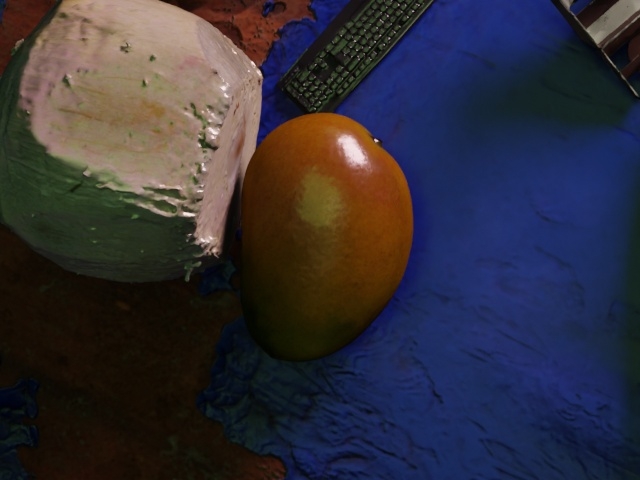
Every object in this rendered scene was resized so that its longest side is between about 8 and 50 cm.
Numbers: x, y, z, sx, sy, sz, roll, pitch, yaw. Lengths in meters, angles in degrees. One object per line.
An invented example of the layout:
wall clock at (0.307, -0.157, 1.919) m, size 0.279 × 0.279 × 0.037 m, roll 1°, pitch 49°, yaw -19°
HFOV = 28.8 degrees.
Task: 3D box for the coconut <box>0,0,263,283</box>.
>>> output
coconut at (-0.202, -0.102, 1.250) m, size 0.255 × 0.297 × 0.297 m, roll 11°, pitch 90°, yaw 3°

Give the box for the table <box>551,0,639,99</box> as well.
table at (0.319, -0.255, 1.250) m, size 0.146 × 0.062 × 0.175 m, roll -41°, pitch 112°, yaw 8°

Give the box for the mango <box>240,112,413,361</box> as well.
mango at (0.007, -0.003, 1.274) m, size 0.176 × 0.139 × 0.254 m, roll 2°, pitch 95°, yaw 14°

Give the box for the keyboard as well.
keyboard at (0.040, -0.218, 1.338) m, size 0.074 × 0.015 × 0.196 m, roll 44°, pitch 96°, yaw 11°
